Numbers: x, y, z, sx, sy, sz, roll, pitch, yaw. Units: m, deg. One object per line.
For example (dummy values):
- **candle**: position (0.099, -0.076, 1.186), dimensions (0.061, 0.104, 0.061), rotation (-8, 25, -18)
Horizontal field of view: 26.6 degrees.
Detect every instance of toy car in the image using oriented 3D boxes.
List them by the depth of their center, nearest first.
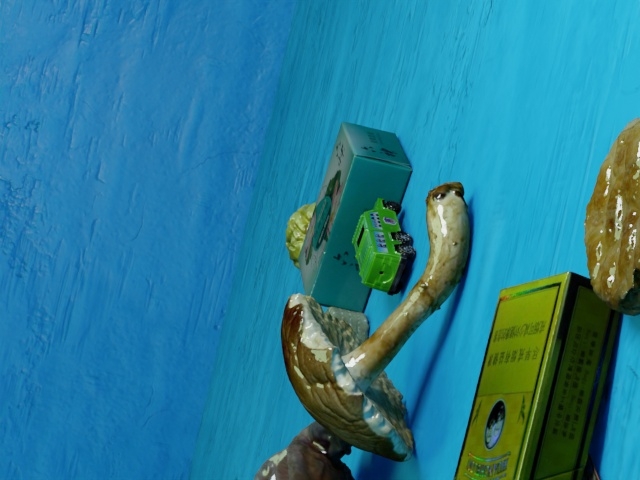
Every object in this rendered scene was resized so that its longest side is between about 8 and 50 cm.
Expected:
- **toy car**: position (0.082, 0.004, 1.853), dimensions (0.165, 0.062, 0.071), rotation (-100, 26, -57)

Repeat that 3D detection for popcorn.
- **popcorn**: position (0.000, 0.000, 2.200), dimensions (0.116, 0.120, 0.106), rotation (-50, -22, 11)

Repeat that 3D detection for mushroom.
- **mushroom**: position (0.073, 0.101, 1.555), dimensions (0.233, 0.208, 0.302), rotation (52, 128, 39)

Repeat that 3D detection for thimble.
- **thimble**: position (0.027, 0.153, 1.964), dimensions (0.084, 0.062, 0.110), rotation (-100, 26, -64)

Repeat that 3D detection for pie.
- **pie**: position (0.265, -0.030, 1.069), dimensions (0.195, 0.046, 0.195), rotation (-165, 90, -79)

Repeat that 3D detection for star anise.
- **star anise**: position (-0.006, 0.295, 1.720), dimensions (0.198, 0.110, 0.257), rotation (-39, -10, -29)

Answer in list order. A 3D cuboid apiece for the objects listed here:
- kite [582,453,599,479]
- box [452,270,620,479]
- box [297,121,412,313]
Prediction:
- **kite**: position (0.197, 0.231, 1.161), dimensions (0.241, 0.014, 0.183), rotation (138, 148, -60)
- **box**: position (0.183, 0.145, 1.169), dimensions (0.141, 0.064, 0.220), rotation (157, 129, -71)
- **box**: position (0.047, -0.035, 2.009), dimensions (0.153, 0.092, 0.245), rotation (-104, 29, -66)
